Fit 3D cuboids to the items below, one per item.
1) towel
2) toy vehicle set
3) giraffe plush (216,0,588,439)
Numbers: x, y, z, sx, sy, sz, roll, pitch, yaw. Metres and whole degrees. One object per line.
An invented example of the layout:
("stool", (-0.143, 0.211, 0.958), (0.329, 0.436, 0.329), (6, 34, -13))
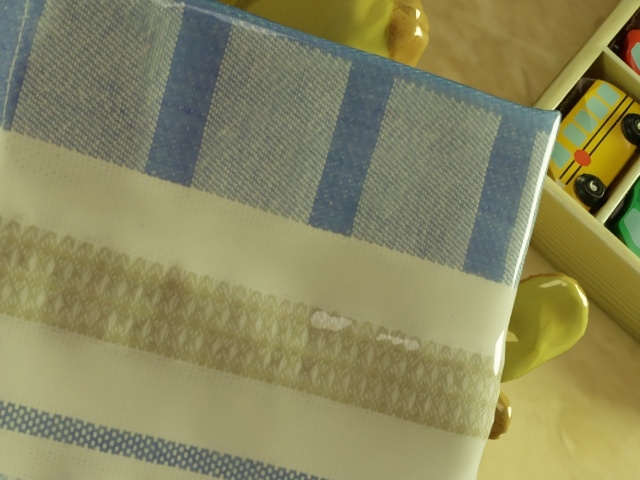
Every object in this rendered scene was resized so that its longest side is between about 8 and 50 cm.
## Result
("towel", (-0.045, 0.071, 0.507), (0.209, 0.034, 0.285), (17, 85, -24))
("toy vehicle set", (0.203, -0.056, 0.845), (0.166, 0.035, 0.267), (41, 54, 1))
("giraffe plush", (0.000, 0.000, 0.621), (0.170, 0.181, 0.210), (47, 41, -16))
